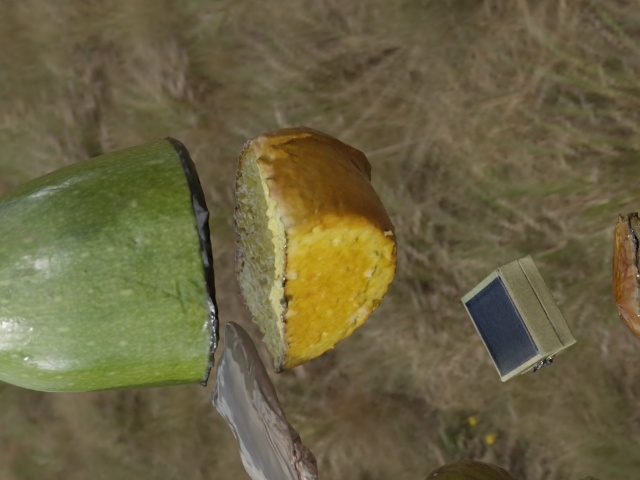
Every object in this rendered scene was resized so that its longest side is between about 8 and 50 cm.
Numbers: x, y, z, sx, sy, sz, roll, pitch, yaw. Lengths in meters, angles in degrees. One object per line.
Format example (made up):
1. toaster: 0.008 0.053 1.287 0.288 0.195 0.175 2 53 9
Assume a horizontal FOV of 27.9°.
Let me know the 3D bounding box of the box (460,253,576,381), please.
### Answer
1. box: 0.157 0.065 1.026 0.083 0.035 0.079 64 155 13

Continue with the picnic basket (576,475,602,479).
1. picnic basket: 0.355 0.424 1.740 0.267 0.139 0.165 83 163 -83

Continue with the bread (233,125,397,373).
1. bread: 0.000 0.000 1.610 0.340 0.179 0.194 95 156 -47

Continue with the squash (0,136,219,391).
1. squash: -0.303 0.043 1.516 0.310 0.308 0.310 173 90 -73

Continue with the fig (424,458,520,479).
1. fig: 0.274 0.445 2.064 0.217 0.217 0.321 66 155 11

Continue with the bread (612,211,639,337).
1. bread: 0.314 0.040 1.244 0.044 0.129 0.126 -16 72 36

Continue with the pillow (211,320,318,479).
1. pillow: -0.080 0.259 1.743 0.270 0.067 0.173 60 151 23
